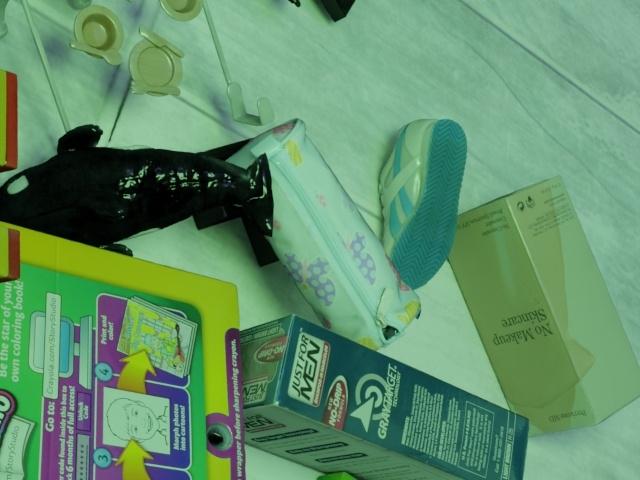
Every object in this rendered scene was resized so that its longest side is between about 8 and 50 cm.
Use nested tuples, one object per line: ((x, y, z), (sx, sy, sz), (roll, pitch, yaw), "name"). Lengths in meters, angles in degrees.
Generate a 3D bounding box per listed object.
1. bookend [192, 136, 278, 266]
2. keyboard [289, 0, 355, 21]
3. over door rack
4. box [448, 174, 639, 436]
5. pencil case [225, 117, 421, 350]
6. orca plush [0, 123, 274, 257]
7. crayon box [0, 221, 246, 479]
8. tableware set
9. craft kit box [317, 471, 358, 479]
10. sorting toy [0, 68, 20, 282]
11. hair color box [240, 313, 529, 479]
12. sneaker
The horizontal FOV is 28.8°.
((-0.074, -0.037, 1.445), (0.157, 0.072, 0.156), (-19, 88, -40), "bookend")
((-0.054, -0.411, 1.566), (0.317, 0.033, 0.201), (55, 33, -21), "keyboard")
((-0.225, -0.233, 1.363), (0.239, 0.108, 0.324), (-29, 101, -33), "over door rack")
((0.291, 0.088, 1.643), (0.121, 0.148, 0.311), (-22, 88, -39), "box")
((0.000, 0.000, 1.375), (0.273, 0.113, 0.124), (57, 9, -15), "pencil case")
((-0.189, -0.025, 1.242), (0.287, 0.102, 0.151), (8, 112, -8), "orca plush")
((-0.229, 0.186, 1.196), (0.313, 0.106, 0.363), (16, 55, -32), "crayon box")
((-0.192, -0.238, 1.308), (0.141, 0.020, 0.168), (20, 73, -32), "tableware set")
((0.065, 0.430, 1.412), (0.250, 0.061, 0.246), (36, 54, -24), "craft kit box")
((-0.379, -0.038, 1.109), (0.089, 0.255, 0.257), (19, 64, -60), "sorting toy")
((0.050, 0.201, 1.395), (0.347, 0.174, 0.105), (26, 62, -29), "hair color box")
((0.119, -0.043, 1.595), (0.087, 0.092, 0.228), (20, 83, -34), "sneaker")
